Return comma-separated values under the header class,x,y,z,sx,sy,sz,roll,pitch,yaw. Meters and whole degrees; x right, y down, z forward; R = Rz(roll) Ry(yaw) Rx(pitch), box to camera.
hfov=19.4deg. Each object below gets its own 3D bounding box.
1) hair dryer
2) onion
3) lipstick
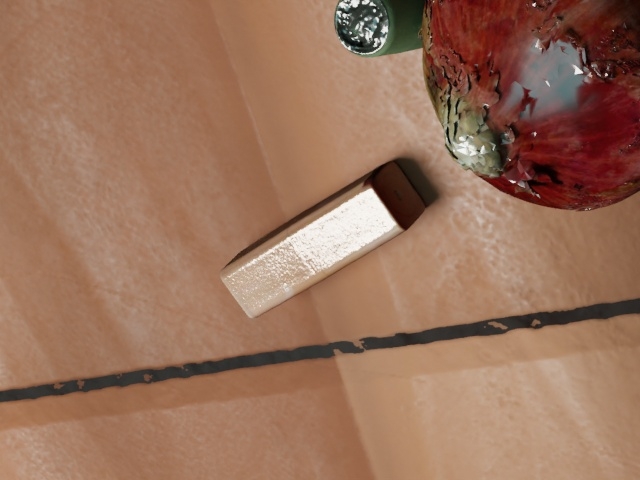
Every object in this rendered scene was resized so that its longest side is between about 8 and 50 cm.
class,x,y,z,sx,sy,sz,roll,pitch,yaw
hair dryer,0.017,-0.181,1.171,0.047,0.071,0.150,-41,76,34
onion,0.129,-0.092,1.102,0.184,0.147,0.184,23,134,26
lipstick,0.000,0.000,1.272,0.145,0.045,0.045,-30,100,34
